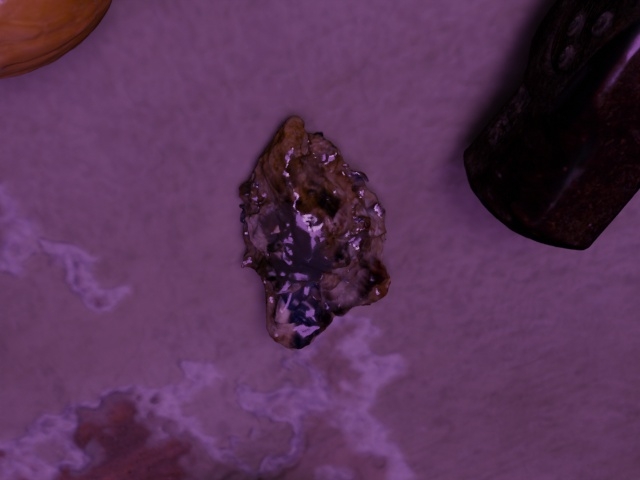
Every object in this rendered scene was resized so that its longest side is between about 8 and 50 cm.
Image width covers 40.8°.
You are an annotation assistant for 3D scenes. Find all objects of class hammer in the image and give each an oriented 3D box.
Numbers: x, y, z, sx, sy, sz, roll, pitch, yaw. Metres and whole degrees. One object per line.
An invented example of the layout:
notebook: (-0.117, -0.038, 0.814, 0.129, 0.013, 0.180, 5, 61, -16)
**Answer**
hammer: (0.311, -0.046, 0.519, 0.409, 0.095, 0.242, 24, 123, -19)

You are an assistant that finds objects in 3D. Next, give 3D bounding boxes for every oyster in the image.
oyster: (-0.007, -0.005, 0.557, 0.103, 0.051, 0.148, -22, 103, -1)

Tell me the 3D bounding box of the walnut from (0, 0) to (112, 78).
walnut: (-0.197, -0.156, 0.424, 0.206, 0.159, 0.159, 2, 114, -2)
